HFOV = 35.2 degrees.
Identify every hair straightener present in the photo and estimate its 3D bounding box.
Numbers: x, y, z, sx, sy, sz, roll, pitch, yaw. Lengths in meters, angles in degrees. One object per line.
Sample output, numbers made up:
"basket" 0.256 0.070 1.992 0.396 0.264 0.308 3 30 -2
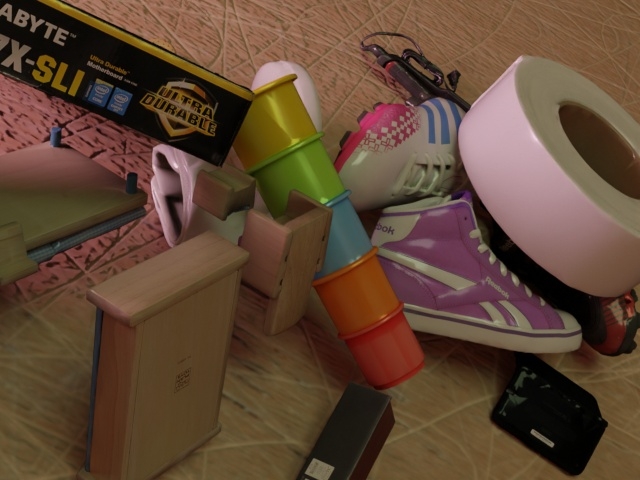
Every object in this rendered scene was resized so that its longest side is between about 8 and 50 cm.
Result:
"hair straightener" 0.151 -0.206 1.371 0.230 0.047 0.089 39 45 6

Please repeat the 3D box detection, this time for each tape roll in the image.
"tape roll" 0.295 -0.077 1.166 0.286 0.100 0.286 26 39 -23

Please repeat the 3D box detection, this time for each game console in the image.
"game console" 0.256 0.191 1.148 0.122 0.071 0.107 34 76 -4

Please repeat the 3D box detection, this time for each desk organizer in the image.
"desk organizer" 0.023 0.206 0.962 0.047 0.050 0.130 17 57 25

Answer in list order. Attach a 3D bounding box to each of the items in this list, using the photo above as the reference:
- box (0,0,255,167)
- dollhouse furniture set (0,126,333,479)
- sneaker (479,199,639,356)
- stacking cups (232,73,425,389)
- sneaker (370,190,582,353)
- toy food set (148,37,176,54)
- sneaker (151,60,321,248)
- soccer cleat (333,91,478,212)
"box" -0.222 -0.175 0.941 0.257 0.079 0.322 25 6 -22
"dollhouse furniture set" -0.204 0.034 0.923 0.303 0.198 0.286 29 35 25
"sneaker" 0.282 0.025 1.232 0.135 0.098 0.276 -4 57 -34
"stacking cups" 0.000 0.000 0.992 0.096 0.096 0.316 -30 97 -43
"sneaker" 0.183 0.033 1.110 0.282 0.102 0.161 14 89 -24
"toy food set" -0.199 -0.199 1.154 0.083 0.020 0.083 1 57 -32
"sneaker" -0.094 -0.101 1.086 0.169 0.108 0.293 17 51 -25
"soccer cleat" 0.120 -0.092 1.162 0.143 0.116 0.331 34 30 12
